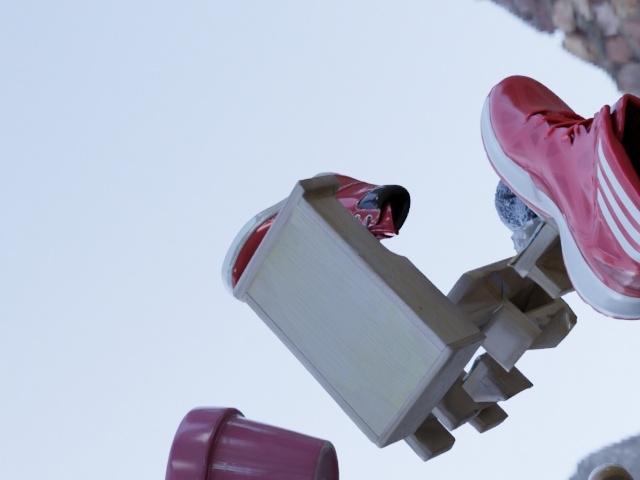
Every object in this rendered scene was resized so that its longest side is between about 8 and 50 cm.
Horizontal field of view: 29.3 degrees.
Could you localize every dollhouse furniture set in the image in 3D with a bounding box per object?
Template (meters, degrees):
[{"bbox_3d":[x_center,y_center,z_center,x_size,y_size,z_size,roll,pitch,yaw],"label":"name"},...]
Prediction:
[{"bbox_3d":[0.135,0.054,1.454,0.256,0.362,0.394,46,-147,22],"label":"dollhouse furniture set"}]

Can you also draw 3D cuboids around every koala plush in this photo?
[{"bbox_3d":[0.341,-0.021,1.710,0.196,0.203,0.221,31,-142,-25],"label":"koala plush"}]

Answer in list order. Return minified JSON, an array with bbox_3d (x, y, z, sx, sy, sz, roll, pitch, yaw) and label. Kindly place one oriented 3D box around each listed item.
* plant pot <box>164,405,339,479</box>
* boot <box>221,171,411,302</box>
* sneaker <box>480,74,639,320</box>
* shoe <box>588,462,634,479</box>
[{"bbox_3d":[-0.078,0.310,1.541,0.201,0.180,0.201,0,-90,-74],"label":"plant pot"},{"bbox_3d":[0.000,0.000,1.576,0.244,0.176,0.088,-43,-57,-27],"label":"boot"},{"bbox_3d":[0.180,-0.067,0.796,0.087,0.221,0.128,-11,-42,-20],"label":"sneaker"},{"bbox_3d":[0.395,0.357,1.693,0.219,0.076,0.058,66,179,-51],"label":"shoe"}]
